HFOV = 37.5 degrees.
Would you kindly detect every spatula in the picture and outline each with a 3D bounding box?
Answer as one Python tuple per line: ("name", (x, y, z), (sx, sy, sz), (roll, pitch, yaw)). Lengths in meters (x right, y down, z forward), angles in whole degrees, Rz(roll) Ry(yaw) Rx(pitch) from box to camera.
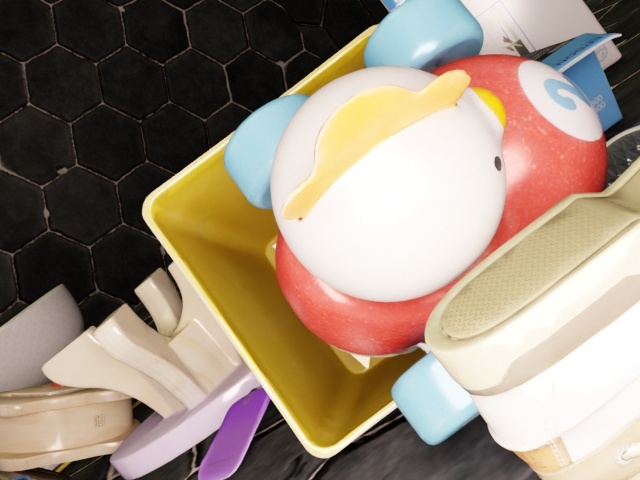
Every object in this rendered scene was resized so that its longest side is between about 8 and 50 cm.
("spatula", (-0.022, 0.119, 0.899), (0.084, 0.030, 0.296), (-32, 9, 48))

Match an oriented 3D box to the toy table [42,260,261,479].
("toy table", (-0.155, 0.119, 1.032), (0.274, 0.161, 0.252), (-38, 7, -4))

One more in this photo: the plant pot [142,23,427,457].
("plant pot", (0.032, 0.009, 0.705), (0.212, 0.212, 0.187), (-37, -11, 1))

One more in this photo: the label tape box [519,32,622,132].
("label tape box", (0.174, -0.094, 1.003), (0.249, 0.115, 0.347), (-37, 9, -2))

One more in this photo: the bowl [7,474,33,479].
("bowl", (-0.421, 0.390, 0.913), (0.391, 0.077, 0.391), (-36, 7, 5))

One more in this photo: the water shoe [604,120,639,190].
("water shoe", (0.237, -0.047, 0.662), (0.203, 0.073, 0.080), (-41, -18, -27))

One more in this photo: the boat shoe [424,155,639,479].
("boat shoe", (0.194, -0.008, 0.391), (0.302, 0.103, 0.113), (-35, 13, 10))

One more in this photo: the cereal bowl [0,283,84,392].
("cereal bowl", (-0.528, 0.227, 1.575), (0.339, 0.141, 0.339), (-37, 7, 5))

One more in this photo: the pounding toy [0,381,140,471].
("pounding toy", (-0.297, 0.179, 1.166), (0.269, 0.155, 0.154), (-5, 4, -29))

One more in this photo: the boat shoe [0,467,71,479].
("boat shoe", (-0.411, 0.331, 1.197), (0.307, 0.110, 0.105), (-9, 62, 53))

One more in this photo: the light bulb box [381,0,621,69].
("light bulb box", (0.233, -0.366, 1.431), (0.225, 0.361, 0.358), (-36, 8, 14))

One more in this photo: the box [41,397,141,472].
("box", (-0.397, 0.277, 1.504), (0.257, 0.079, 0.322), (-43, 9, -26))

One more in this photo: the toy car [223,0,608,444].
("toy car", (0.057, -0.035, 0.483), (0.210, 0.219, 0.238), (-36, -15, 1))
